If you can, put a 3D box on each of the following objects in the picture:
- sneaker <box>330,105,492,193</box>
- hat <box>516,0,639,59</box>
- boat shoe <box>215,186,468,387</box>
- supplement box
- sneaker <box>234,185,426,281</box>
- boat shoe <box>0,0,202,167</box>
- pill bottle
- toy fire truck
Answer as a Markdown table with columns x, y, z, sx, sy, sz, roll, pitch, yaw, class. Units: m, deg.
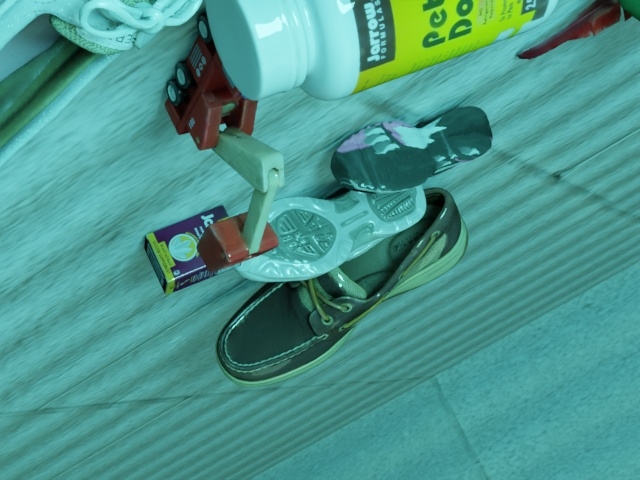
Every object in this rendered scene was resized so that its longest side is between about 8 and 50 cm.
| x | y | z | sx | sy | sz | roll | pitch | yaw | class |
| --- | --- | --- | --- | --- | --- | --- | --- | --- | --- |
| 0.085 | -0.079 | 1.334 | 0.178 | 0.072 | 0.077 | -12 | 171 | -29 | sneaker |
| 0.274 | -0.244 | 1.177 | 0.173 | 0.183 | 0.209 | -5 | 113 | -70 | hat |
| 0.018 | 0.046 | 1.569 | 0.342 | 0.123 | 0.123 | -30 | 157 | -2 | boat shoe |
| -0.122 | 0.010 | 1.297 | 0.083 | 0.055 | 0.043 | -23 | 165 | -17 | supplement box |
| 0.000 | 0.000 | 1.420 | 0.232 | 0.090 | 0.115 | -18 | 167 | -28 | sneaker |
| -0.154 | -0.108 | 0.738 | 0.320 | 0.103 | 0.118 | -31 | 165 | 18 | boat shoe |
| 0.039 | -0.162 | 0.859 | 0.215 | 0.117 | 0.117 | -22 | 165 | -18 | pill bottle |
| -0.059 | -0.072 | 0.964 | 0.047 | 0.135 | 0.192 | -19 | 164 | -29 | toy fire truck |
